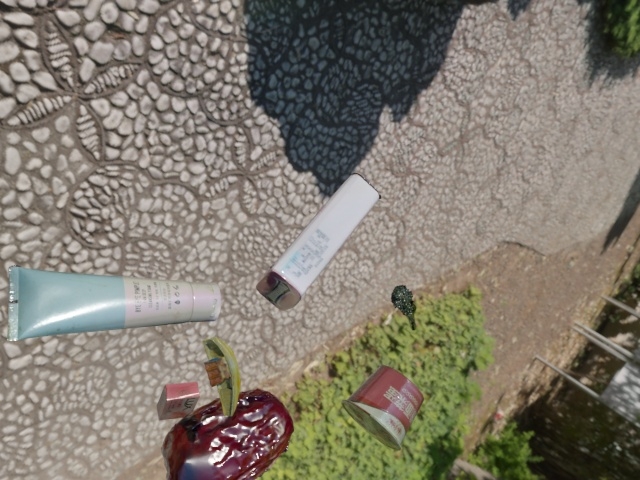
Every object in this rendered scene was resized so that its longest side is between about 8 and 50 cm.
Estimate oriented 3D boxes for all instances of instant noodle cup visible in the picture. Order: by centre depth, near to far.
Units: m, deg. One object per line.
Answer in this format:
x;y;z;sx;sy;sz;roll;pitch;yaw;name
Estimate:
0.209;0.527;1.758;0.178;0.234;0.235;-47;146;-22;instant noodle cup

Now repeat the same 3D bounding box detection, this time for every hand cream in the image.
-0.313;0.101;0.856;0.312;0.111;0.070;5;154;-32;hand cream

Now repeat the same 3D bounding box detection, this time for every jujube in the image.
-0.259;0.563;1.493;0.376;0.258;0.259;-25;136;-38;jujube

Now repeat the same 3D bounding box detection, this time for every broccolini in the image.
0.261;0.197;1.605;0.068;0.091;0.203;-38;141;2;broccolini

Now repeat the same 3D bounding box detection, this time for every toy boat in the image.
-0.214;0.292;1.184;0.066;0.065;0.172;-17;91;-49;toy boat

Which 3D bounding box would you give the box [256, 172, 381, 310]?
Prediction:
0.000;0.000;1.398;0.370;0.112;0.190;-49;-175;-27;box

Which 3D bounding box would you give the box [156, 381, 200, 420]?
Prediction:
-0.458;0.518;1.762;0.111;0.060;0.156;1;139;-28;box
